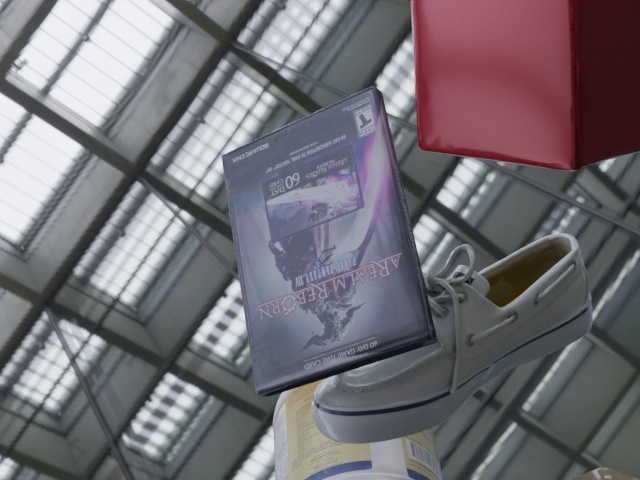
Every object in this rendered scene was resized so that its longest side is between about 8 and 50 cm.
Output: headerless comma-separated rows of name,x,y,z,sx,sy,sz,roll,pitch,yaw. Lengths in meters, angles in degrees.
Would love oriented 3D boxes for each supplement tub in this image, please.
supplement tub,0.049,0.304,1.351,0.228,0.316,0.228,-2,-57,-2

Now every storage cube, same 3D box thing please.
storage cube,0.206,-0.178,0.849,0.184,0.215,0.193,-16,-70,-35

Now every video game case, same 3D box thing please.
video game case,0.000,0.000,0.991,0.196,0.274,0.026,-21,-26,25

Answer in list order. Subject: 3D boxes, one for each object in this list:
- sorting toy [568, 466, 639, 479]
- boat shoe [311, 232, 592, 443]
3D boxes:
sorting toy,0.230,0.250,0.831,0.132,0.274,0.046,-18,-88,-14
boat shoe,0.143,0.076,1.033,0.367,0.136,0.156,-21,-65,-23
